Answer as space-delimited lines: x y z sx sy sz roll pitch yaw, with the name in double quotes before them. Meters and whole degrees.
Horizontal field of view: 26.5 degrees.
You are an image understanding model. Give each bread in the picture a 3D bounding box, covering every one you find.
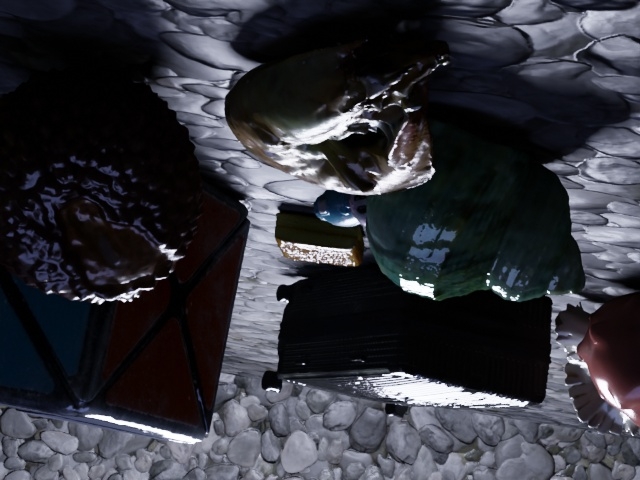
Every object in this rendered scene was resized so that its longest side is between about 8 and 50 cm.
"bread" 0.000 0.000 1.442 0.090 0.035 0.094 7 168 7

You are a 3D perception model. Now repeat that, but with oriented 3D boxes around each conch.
"conch" 0.118 -0.019 1.062 0.188 0.121 0.176 10 145 -22

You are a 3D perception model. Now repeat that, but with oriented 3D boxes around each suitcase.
"suitcase" 0.107 0.131 1.698 0.230 0.152 0.335 14 167 -27

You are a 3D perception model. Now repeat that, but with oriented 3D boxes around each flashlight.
"flashlight" 0.033 -0.033 1.233 0.051 0.051 0.129 14 171 -22

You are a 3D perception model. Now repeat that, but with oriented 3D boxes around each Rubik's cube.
"Rubik's cube" -0.248 0.048 1.322 0.260 0.259 0.255 3 166 24

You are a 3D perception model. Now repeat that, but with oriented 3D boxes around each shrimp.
"shrimp" 0.022 -0.082 0.911 0.145 0.061 0.267 34 155 -12

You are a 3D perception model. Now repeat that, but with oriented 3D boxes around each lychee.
"lychee" -0.177 -0.049 1.037 0.188 0.188 0.188 9 168 2

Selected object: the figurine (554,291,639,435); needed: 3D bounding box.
"figurine" 0.371 0.128 1.540 0.207 0.166 0.387 51 169 11
